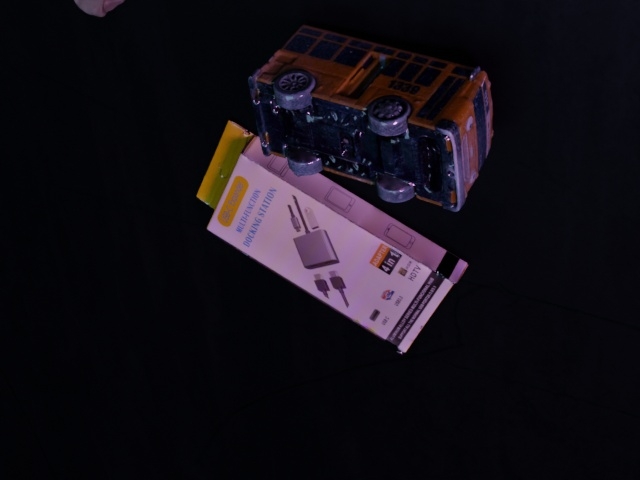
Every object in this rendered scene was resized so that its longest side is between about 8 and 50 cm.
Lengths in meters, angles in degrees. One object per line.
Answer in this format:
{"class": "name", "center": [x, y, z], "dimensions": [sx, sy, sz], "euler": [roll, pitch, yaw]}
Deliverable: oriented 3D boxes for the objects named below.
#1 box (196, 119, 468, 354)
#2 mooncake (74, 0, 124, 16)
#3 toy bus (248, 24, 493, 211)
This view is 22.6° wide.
{"class": "box", "center": [0.000, 0.000, 1.442], "dimensions": [0.247, 0.033, 0.129], "euler": [31, 142, 2]}
{"class": "mooncake", "center": [-0.200, -0.256, 1.279], "dimensions": [0.125, 0.073, 0.130], "euler": [28, 143, 2]}
{"class": "toy bus", "center": [0.046, -0.098, 1.251], "dimensions": [0.182, 0.103, 0.091], "euler": [18, 139, 27]}
